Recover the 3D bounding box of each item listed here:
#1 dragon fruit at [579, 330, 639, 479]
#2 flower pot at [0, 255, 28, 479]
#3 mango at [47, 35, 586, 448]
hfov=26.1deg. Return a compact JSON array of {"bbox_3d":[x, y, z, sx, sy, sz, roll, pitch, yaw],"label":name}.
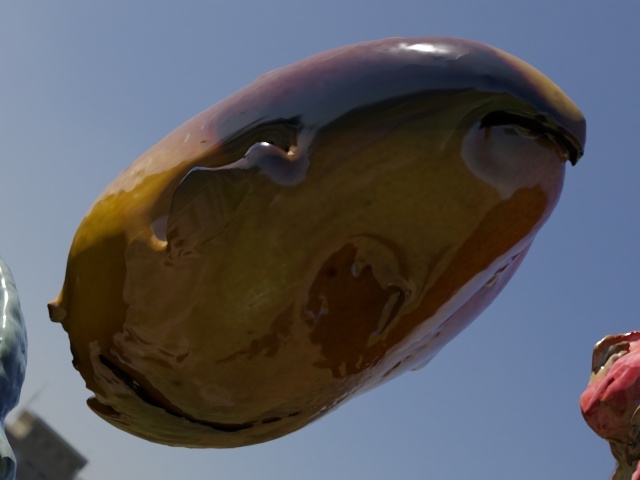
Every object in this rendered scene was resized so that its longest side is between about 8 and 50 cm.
[{"bbox_3d":[0.227,0.170,0.678,0.225,0.305,0.305,23,-11,-18],"label":"dragon fruit"},{"bbox_3d":[-0.290,0.051,0.727,0.299,0.299,0.283,31,-42,34],"label":"flower pot"},{"bbox_3d":[0.000,0.000,0.721,0.152,0.287,0.201,-124,-166,-61],"label":"mango"}]
